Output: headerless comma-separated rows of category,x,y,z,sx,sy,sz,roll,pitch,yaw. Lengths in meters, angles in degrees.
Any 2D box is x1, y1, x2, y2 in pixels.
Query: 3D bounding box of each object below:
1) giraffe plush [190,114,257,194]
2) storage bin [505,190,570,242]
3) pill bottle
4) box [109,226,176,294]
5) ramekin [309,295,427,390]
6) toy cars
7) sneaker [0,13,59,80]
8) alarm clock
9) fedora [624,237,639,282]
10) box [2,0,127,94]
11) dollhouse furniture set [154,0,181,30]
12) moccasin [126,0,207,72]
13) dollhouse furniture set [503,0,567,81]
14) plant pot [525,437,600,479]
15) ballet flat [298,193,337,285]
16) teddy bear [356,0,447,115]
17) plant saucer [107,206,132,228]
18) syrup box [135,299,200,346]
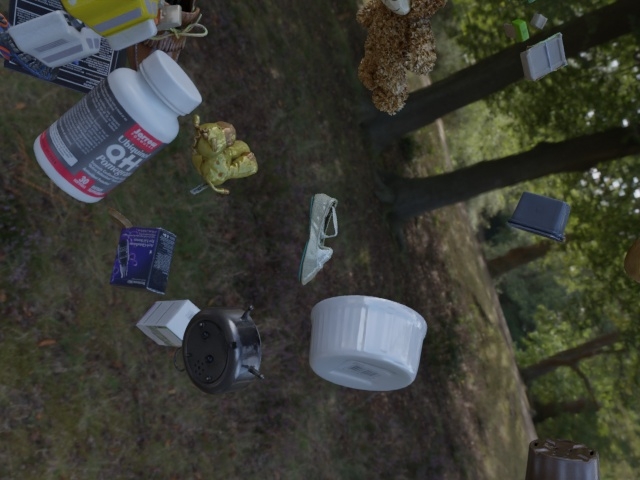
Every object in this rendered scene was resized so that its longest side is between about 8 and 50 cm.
giraffe plush,-0.276,-0.242,1.588,0.210,0.182,0.170,-53,155,-37
storage bin,0.534,-0.059,1.466,0.098,0.135,0.091,14,97,-53
pill bottle,-0.404,-0.235,1.235,0.176,0.319,0.176,51,12,-14
box,-0.585,0.065,2.012,0.108,0.153,0.206,41,54,-65
ramekin,0.103,0.248,1.415,0.277,0.277,0.135,51,42,-48
toy cars,-0.319,-0.296,0.849,0.176,0.394,0.087,-33,112,-34
sneaker,-0.693,-0.440,1.375,0.221,0.087,0.083,38,62,-17
alarm clock,-0.168,0.170,0.925,0.064,0.192,0.129,3,71,-48
fedora,0.522,-0.004,0.862,0.194,0.195,0.079,51,29,-47
box,-0.690,-0.594,1.694,0.297,0.294,0.182,17,31,-13
dollhouse furniture set,-0.348,-0.494,0.973,0.262,0.135,0.259,43,40,-65
moccasin,-0.331,-0.514,1.348,0.139,0.379,0.147,7,22,-46
dollhouse furniture set,0.361,-0.354,1.039,0.151,0.076,0.058,64,-6,-30
plant pot,0.463,0.478,1.162,0.167,0.167,0.165,0,92,-72
ballet flat,0.000,0.000,1.598,0.086,0.086,0.248,11,88,-71
teddy bear,0.148,-0.420,1.261,0.338,0.113,0.245,131,-50,-65
plant saucer,-0.549,-0.057,1.653,0.015,0.083,0.083,-54,135,-20
syrup box,-0.404,0.226,1.661,0.093,0.237,0.096,48,61,-21
